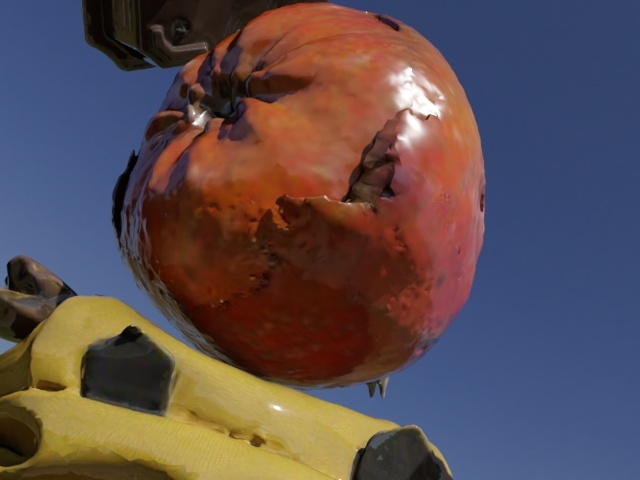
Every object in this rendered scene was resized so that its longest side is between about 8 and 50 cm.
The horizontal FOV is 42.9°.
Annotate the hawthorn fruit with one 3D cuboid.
[{"bbox_3d":[0.000,0.000,0.596,0.276,0.276,0.307,7,-43,36],"label":"hawthorn fruit"}]

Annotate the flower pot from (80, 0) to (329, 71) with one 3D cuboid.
[{"bbox_3d":[-0.089,-0.239,0.756,0.084,0.251,0.178,45,-39,44],"label":"flower pot"}]

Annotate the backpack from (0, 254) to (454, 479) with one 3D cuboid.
[{"bbox_3d":[-0.094,0.186,0.534,0.354,0.201,0.378,27,-35,-9],"label":"backpack"}]
